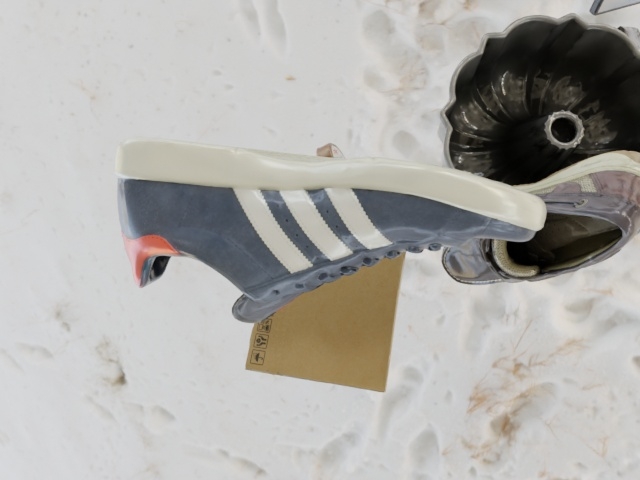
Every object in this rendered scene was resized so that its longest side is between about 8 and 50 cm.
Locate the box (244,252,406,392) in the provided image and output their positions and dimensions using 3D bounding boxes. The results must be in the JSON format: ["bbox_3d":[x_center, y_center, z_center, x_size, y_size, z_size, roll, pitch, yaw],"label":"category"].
[{"bbox_3d":[0.010,0.063,0.602,0.165,0.021,0.201,5,72,16],"label":"box"}]

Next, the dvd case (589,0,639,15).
[{"bbox_3d":[0.659,-0.577,1.015,0.253,0.181,0.022,91,156,-58],"label":"dvd case"}]

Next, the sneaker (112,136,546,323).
[{"bbox_3d":[0.000,0.000,0.440,0.351,0.131,0.147,6,99,9],"label":"sneaker"}]

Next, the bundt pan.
[{"bbox_3d":[0.320,-0.140,0.740,0.331,0.124,0.330,0,84,-1],"label":"bundt pan"}]

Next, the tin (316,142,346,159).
[{"bbox_3d":[0.050,-0.113,1.070,0.040,0.106,0.189,-25,92,15],"label":"tin"}]

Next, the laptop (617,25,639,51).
[{"bbox_3d":[0.578,-0.265,1.020,0.137,0.234,0.264,-16,98,40],"label":"laptop"}]

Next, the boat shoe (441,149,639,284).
[{"bbox_3d":[0.217,-0.002,0.556,0.102,0.092,0.285,55,150,-3],"label":"boat shoe"}]
